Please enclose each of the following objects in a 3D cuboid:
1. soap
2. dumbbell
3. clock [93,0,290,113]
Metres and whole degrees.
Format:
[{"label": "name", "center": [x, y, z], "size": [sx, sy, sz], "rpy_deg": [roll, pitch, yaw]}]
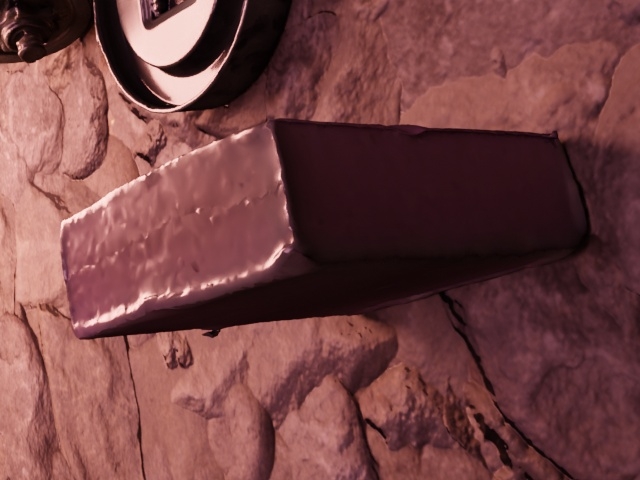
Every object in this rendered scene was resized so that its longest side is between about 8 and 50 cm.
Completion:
[{"label": "soap", "center": [0.000, 0.000, 0.775], "size": [0.285, 0.296, 0.107], "rpy_deg": [-18, 79, 46]}, {"label": "dumbbell", "center": [-0.417, -0.399, 1.317], "size": [0.179, 0.179, 0.406], "rpy_deg": [-42, 62, 42]}, {"label": "clock", "center": [-0.143, -0.287, 1.096], "size": [0.313, 0.061, 0.312], "rpy_deg": [4, 95, 49]}]
